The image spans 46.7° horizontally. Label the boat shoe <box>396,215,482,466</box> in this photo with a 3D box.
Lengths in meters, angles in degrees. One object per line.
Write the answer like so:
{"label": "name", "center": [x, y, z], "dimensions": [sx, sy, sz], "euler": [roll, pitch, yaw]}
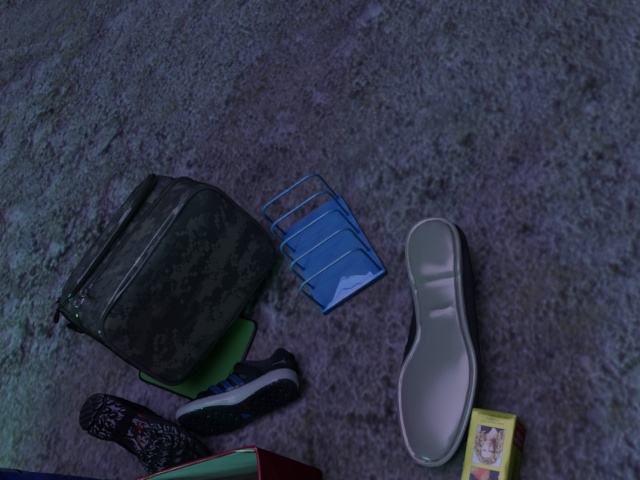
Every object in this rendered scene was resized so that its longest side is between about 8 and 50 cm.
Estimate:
{"label": "boat shoe", "center": [0.169, 0.133, 1.001], "dimensions": [0.112, 0.095, 0.336], "euler": [-7, 68, 27]}

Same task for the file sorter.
{"label": "file sorter", "center": [0.000, 0.000, 1.133], "dimensions": [0.118, 0.104, 0.170], "euler": [-34, 55, 7]}

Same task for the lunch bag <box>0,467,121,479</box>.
{"label": "lunch bag", "center": [-0.459, 0.459, 1.006], "dimensions": [0.385, 0.328, 0.239], "euler": [-45, 60, 2]}

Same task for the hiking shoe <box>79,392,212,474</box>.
{"label": "hiking shoe", "center": [-0.246, 0.297, 1.120], "dimensions": [0.226, 0.114, 0.086], "euler": [32, 87, 6]}

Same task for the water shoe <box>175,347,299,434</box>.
{"label": "water shoe", "center": [-0.122, 0.229, 1.116], "dimensions": [0.203, 0.073, 0.080], "euler": [-21, 35, 13]}

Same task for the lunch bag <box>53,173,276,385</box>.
{"label": "lunch bag", "center": [-0.266, 0.049, 1.186], "dimensions": [0.256, 0.212, 0.305], "euler": [17, 69, 51]}

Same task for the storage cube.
{"label": "storage cube", "center": [-0.107, 0.387, 0.941], "dimensions": [0.214, 0.193, 0.184], "euler": [-22, 58, 17]}

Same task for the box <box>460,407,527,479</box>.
{"label": "box", "center": [0.197, 0.326, 0.884], "dimensions": [0.058, 0.087, 0.232], "euler": [4, 67, 26]}

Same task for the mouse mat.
{"label": "mouse mat", "center": [-0.202, 0.180, 1.206], "dimensions": [0.189, 0.007, 0.153], "euler": [12, 72, 32]}
